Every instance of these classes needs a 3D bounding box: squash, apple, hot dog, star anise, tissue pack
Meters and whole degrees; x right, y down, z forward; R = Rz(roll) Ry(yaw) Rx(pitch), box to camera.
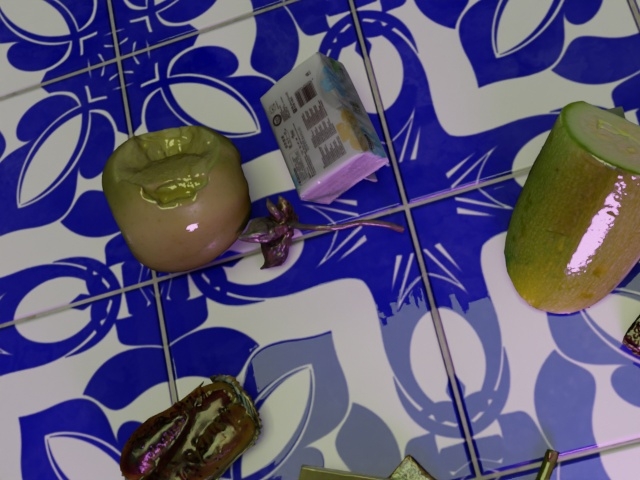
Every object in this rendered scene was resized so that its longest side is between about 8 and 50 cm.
[{"bbox_3d":[0.444,-0.033,1.618,0.234,0.309,0.210,24,36,8],"label":"squash"},{"bbox_3d":[-0.256,-0.075,1.751,0.279,0.279,0.279,-4,72,13],"label":"apple"},{"bbox_3d":[-0.228,0.353,1.695,0.270,0.082,0.162,-38,69,-1],"label":"hot dog"},{"bbox_3d":[0.000,0.000,1.737,0.227,0.218,0.148,16,119,32],"label":"star anise"},{"bbox_3d":[0.017,-0.200,1.783,0.159,0.145,0.229,-36,63,27],"label":"tissue pack"}]

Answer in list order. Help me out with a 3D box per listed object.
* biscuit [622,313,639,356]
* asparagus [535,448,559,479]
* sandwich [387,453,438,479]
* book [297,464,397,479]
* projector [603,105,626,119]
[{"bbox_3d":[0.606,0.098,1.569,0.106,0.070,0.252,38,84,20],"label":"biscuit"},{"bbox_3d":[0.327,0.451,1.553,0.025,0.024,0.248,9,70,61],"label":"asparagus"},{"bbox_3d":[0.146,0.422,1.601,0.105,0.036,0.093,-46,69,-2],"label":"sandwich"},{"bbox_3d":[0.050,0.466,1.593,0.192,0.013,0.168,6,96,15],"label":"book"},{"bbox_3d":[0.490,-0.178,1.678,0.082,0.083,0.083,-11,71,11],"label":"projector"}]
